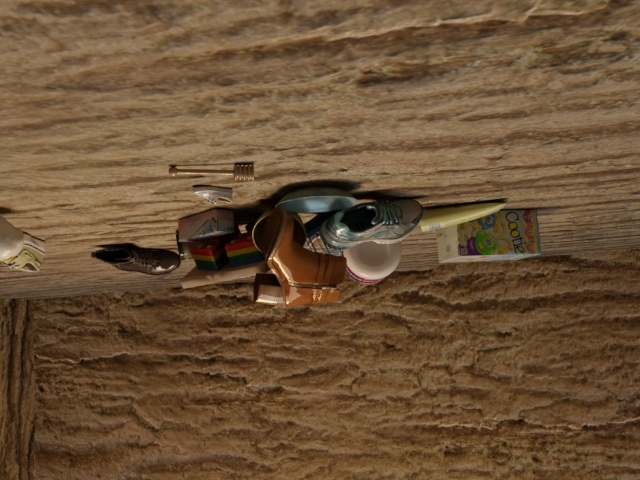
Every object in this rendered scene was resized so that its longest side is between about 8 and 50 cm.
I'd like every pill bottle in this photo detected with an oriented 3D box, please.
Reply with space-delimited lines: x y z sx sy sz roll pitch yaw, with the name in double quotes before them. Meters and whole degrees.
"pill bottle" 0.161 0.048 2.182 0.182 0.181 0.323 -4 172 0

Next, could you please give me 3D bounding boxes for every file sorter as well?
"file sorter" 0.000 0.000 1.798 0.118 0.104 0.170 -12 -162 47

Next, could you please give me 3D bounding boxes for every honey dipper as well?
"honey dipper" -0.208 -0.129 1.276 0.161 0.030 0.030 -1 172 -9

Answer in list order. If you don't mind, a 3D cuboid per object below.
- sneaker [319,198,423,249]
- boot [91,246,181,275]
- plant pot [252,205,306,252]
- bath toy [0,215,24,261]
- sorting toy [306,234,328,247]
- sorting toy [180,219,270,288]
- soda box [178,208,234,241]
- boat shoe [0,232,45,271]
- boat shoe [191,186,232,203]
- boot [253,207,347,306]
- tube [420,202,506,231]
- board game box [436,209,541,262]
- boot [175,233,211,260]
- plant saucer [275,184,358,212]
"sneaker" 0.145 -0.049 1.674 0.283 0.110 0.122 -16 164 -21
"boot" -0.617 0.066 2.264 0.263 0.091 0.229 -1 173 -4
"plant pot" -0.101 -0.037 1.690 0.134 0.134 0.095 -5 -146 4
"bath toy" -0.867 -0.004 1.555 0.349 0.128 0.151 -4 -144 14
"sorting toy" 0.003 -0.004 2.257 0.083 0.044 0.075 0 164 -25
"sorting toy" -0.228 0.018 1.823 0.256 0.089 0.257 -12 -161 21
"soda box" -0.304 -0.038 1.763 0.058 0.062 0.183 3 170 -43
"boat shoe" -0.859 0.034 1.892 0.109 0.094 0.302 -4 172 3
"boat shoe" -0.236 -0.097 1.465 0.100 0.035 0.035 3 170 -43
"boot" -0.035 0.049 1.631 0.220 0.283 0.109 2 -151 -18
"tube" 0.400 -0.076 1.889 0.240 0.062 0.070 -10 -145 10
"board game box" 0.513 -0.013 2.058 0.276 0.141 0.144 -1 171 -16
"boot" -0.354 0.008 2.089 0.161 0.083 0.246 -11 178 1
"plant saucer" -0.010 -0.099 1.559 0.195 0.037 0.195 -4 173 -1
